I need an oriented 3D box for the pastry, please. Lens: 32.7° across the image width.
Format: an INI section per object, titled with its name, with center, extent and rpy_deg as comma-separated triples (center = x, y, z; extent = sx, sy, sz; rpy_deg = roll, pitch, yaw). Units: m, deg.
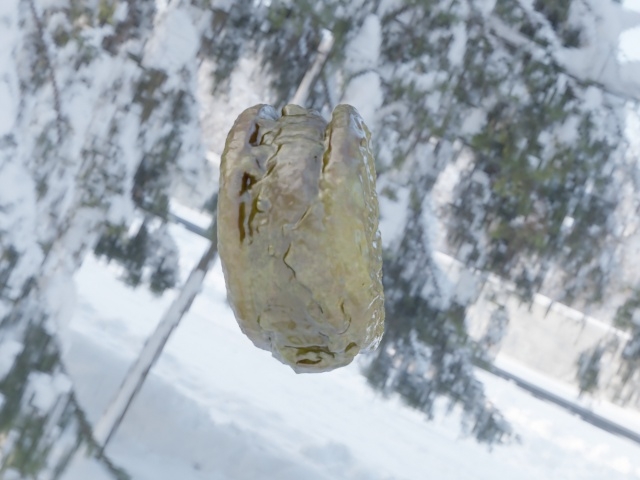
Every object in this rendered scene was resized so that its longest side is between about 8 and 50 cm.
[pastry]
center = 0.000, 0.000, 0.961
extent = 0.132, 0.240, 0.235
rpy_deg = -3, -34, 15
